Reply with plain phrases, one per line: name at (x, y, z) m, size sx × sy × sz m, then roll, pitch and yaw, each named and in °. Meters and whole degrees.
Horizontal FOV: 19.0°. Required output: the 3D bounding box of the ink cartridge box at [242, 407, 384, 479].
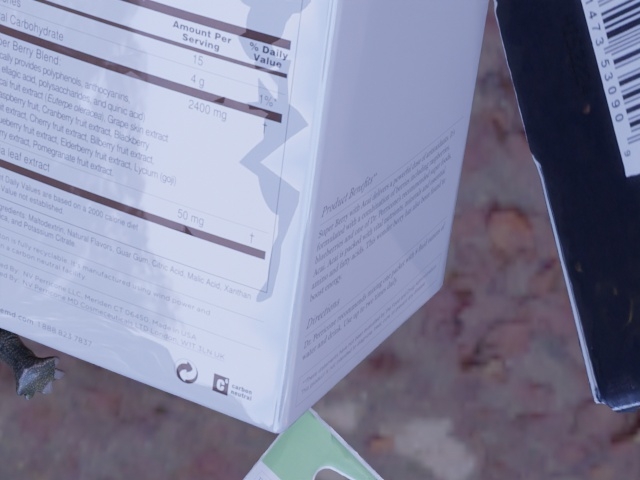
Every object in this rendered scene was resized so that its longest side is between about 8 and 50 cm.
ink cartridge box at (-0.039, 0.265, 1.464) m, size 0.171 × 0.235 × 0.056 m, roll 46°, pitch 157°, yaw -19°

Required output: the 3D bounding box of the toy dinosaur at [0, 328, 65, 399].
toy dinosaur at (-0.248, 0.019, 1.212) m, size 0.313 × 0.160 × 0.121 m, roll -14°, pitch 127°, yaw -31°

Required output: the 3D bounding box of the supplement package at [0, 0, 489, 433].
supplement package at (-0.036, -0.101, 0.839) m, size 0.175 × 0.177 × 0.293 m, roll 19°, pitch 118°, yaw 21°

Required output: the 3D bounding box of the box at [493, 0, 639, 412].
box at (0.395, -0.169, 1.346) m, size 0.471 × 0.480 × 0.297 m, roll -9°, pitch 172°, yaw -37°
